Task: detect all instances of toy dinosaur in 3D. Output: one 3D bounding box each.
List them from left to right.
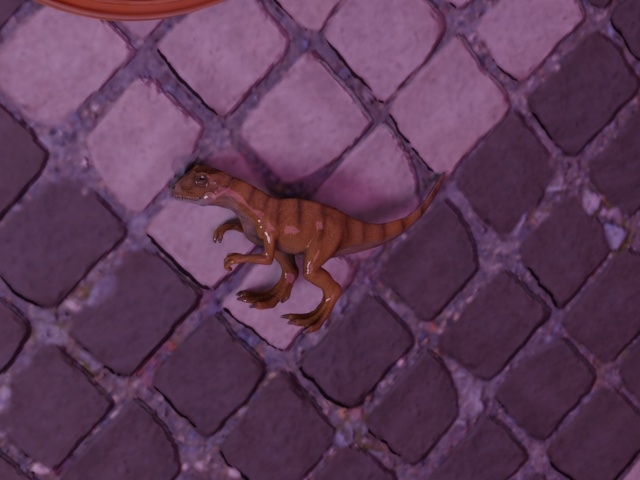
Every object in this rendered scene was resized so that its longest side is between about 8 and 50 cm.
[{"bbox_3d":[0.000,0.000,1.309,0.211,0.064,0.112,9,105,-35],"label":"toy dinosaur"}]

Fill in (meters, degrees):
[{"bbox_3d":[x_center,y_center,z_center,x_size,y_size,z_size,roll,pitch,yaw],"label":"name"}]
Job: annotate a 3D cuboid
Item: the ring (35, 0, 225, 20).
[{"bbox_3d":[-0.097,-0.293,1.139,0.337,0.032,0.336,-13,117,-28],"label":"ring"}]
